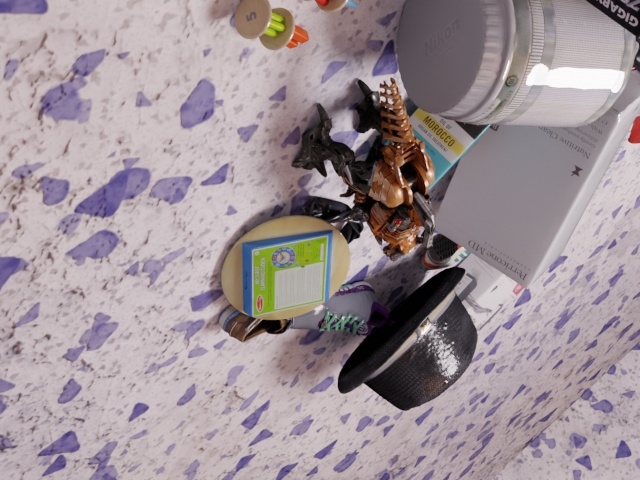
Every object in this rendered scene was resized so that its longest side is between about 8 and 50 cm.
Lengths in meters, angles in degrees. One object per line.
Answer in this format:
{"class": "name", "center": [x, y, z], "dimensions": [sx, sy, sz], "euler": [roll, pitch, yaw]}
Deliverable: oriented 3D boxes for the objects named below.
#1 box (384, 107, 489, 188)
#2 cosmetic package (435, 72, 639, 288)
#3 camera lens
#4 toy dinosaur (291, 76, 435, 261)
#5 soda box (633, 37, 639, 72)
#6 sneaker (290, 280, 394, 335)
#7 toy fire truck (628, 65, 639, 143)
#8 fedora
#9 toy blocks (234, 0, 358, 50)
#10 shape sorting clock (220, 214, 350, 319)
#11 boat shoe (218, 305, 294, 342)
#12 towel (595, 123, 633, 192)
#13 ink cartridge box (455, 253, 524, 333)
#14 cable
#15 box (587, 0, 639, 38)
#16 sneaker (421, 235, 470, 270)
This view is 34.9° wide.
{"class": "box", "center": [0.189, -0.171, 1.574], "dimensions": [0.244, 0.100, 0.060], "euler": [-47, 177, 7]}
{"class": "cosmetic package", "center": [0.362, -0.134, 1.713], "dimensions": [0.156, 0.217, 0.385], "euler": [-38, 153, -45]}
{"class": "camera lens", "center": [0.272, -0.266, 1.396], "dimensions": [0.274, 0.219, 0.219], "euler": [-2, 133, -30]}
{"class": "toy dinosaur", "center": [0.098, -0.108, 1.437], "dimensions": [0.164, 0.218, 0.322], "euler": [-18, 143, -37]}
{"class": "soda box", "center": [0.615, -0.318, 1.853], "dimensions": [0.053, 0.169, 0.060], "euler": [-45, -175, 6]}
{"class": "sneaker", "center": [0.038, 0.131, 1.804], "dimensions": [0.224, 0.098, 0.083], "euler": [-13, 139, -43]}
{"class": "toy fire truck", "center": [0.687, -0.293, 2.022], "dimensions": [0.254, 0.169, 0.302], "euler": [-18, 150, 4]}
{"class": "fedora", "center": [0.188, 0.205, 1.918], "dimensions": [0.334, 0.152, 0.334], "euler": [-43, -178, 2]}
{"class": "toy blocks", "center": [-0.021, -0.279, 1.230], "dimensions": [0.123, 0.054, 0.148], "euler": [-54, 150, 17]}
{"class": "shape sorting clock", "center": [-0.054, 0.043, 1.577], "dimensions": [0.206, 0.040, 0.206], "euler": [-13, 132, -15]}
{"class": "boat shoe", "center": [-0.077, 0.122, 1.680], "dimensions": [0.183, 0.066, 0.066], "euler": [-24, 147, -30]}
{"class": "towel", "center": [0.446, -0.124, 1.961], "dimensions": [0.235, 0.121, 0.283], "euler": [-17, 140, -42]}
{"class": "ink cartridge box", "center": [0.324, 0.115, 2.150], "dimensions": [0.218, 0.092, 0.158], "euler": [-45, 151, 6]}
{"class": "cable", "center": [0.000, 0.000, 1.635], "dimensions": [0.150, 0.047, 0.184], "euler": [-53, 150, 18]}
{"class": "box", "center": [0.419, -0.421, 1.344], "dimensions": [0.295, 0.293, 0.073], "euler": [-30, 147, -23]}
{"class": "sneaker", "center": [0.260, 0.013, 1.985], "dimensions": [0.161, 0.057, 0.075], "euler": [-25, 163, -32]}
